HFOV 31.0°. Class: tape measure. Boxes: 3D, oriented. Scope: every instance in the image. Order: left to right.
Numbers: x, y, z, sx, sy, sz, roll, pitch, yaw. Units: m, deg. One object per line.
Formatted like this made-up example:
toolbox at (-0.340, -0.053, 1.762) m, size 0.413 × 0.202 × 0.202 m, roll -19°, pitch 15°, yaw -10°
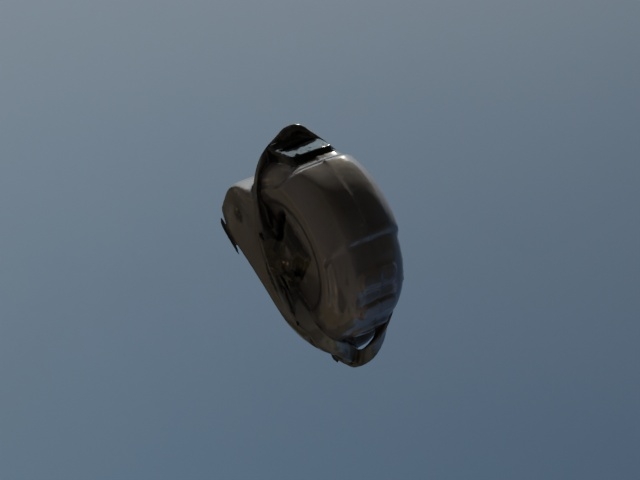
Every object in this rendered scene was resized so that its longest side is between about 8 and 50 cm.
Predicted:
tape measure at (0.000, 0.000, 1.135) m, size 0.236 × 0.120 × 0.197 m, roll 58°, pitch -29°, yaw 21°
